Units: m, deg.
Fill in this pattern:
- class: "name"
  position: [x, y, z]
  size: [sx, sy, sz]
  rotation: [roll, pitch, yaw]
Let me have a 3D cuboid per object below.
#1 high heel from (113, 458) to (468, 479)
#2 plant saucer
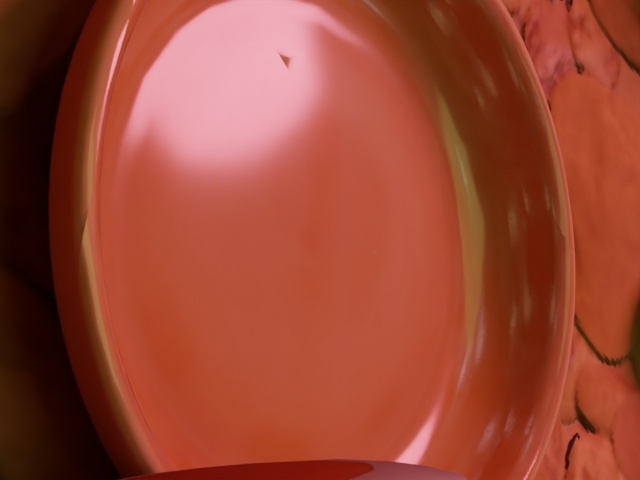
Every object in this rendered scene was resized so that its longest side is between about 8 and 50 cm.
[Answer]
- class: "high heel"
  position: [-0.097, 0.162, 0.287]
  size: [0.377, 0.127, 0.181]
  rotation: [-18, 98, -37]
- class: "plant saucer"
  position: [0.000, 0.000, 0.475]
  size: [0.200, 0.037, 0.200]
  rotation: [9, 77, -47]
